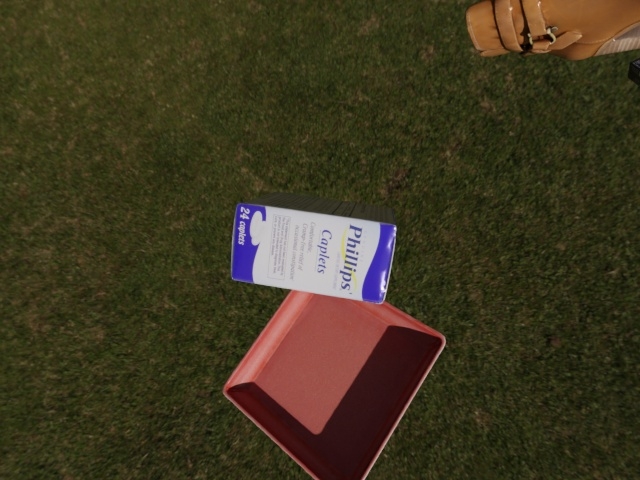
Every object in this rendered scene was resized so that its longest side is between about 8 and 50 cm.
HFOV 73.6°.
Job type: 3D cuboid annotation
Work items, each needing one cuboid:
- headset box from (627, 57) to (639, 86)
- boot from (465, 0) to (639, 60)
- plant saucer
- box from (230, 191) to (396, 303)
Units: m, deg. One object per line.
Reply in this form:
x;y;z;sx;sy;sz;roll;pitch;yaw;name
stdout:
0.555;-0.278;0.685;0.083;0.032;0.062;-23;48;10;headset box
0.280;-0.293;0.488;0.220;0.283;0.109;7;94;28;boot
0.017;0.197;0.655;0.258;0.048;0.259;28;76;31;plant saucer
0.000;0.000;0.416;0.137;0.126;0.072;8;102;7;box
